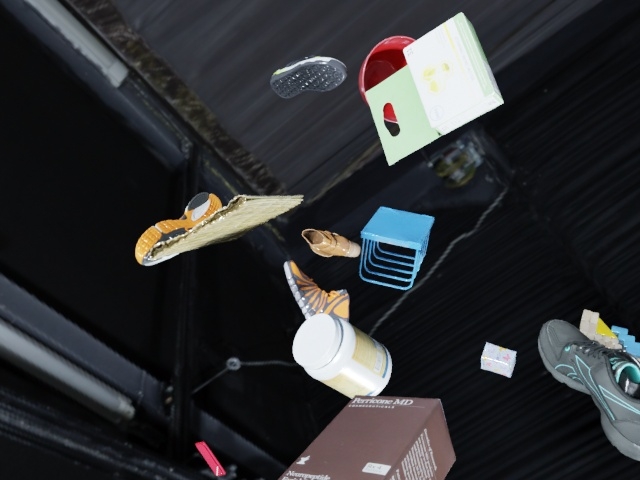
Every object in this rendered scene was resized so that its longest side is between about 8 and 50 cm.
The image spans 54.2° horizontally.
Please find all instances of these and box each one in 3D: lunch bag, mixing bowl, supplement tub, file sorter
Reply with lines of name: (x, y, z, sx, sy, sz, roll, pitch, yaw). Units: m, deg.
lunch bag: (0.403, 0.274, 1.420, 0.071, 0.053, 0.083, 15, 148, 25)
mixing bowl: (0.153, -0.353, 1.383, 0.181, 0.181, 0.098, 47, 171, -24)
supplement tub: (0.049, 0.260, 1.401, 0.199, 0.144, 0.144, 37, -159, -36)
file sorter: (0.154, 0.013, 1.280, 0.118, 0.104, 0.170, 13, -156, 14)

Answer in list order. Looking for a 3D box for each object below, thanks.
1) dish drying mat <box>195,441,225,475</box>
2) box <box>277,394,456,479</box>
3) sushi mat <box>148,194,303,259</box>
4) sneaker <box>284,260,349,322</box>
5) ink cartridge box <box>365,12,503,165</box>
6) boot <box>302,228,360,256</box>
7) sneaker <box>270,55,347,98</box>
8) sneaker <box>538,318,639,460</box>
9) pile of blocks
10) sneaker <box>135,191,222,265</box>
dish drying mat: (-0.230, 0.456, 1.307, 0.083, 0.032, 0.008, 58, -139, -9)
box: (0.064, 0.414, 1.046, 0.381, 0.191, 0.143, -30, -72, -54)
sushi mat: (-0.122, -0.028, 0.918, 0.019, 0.151, 0.316, 63, -168, 1)
sneaker: (-0.001, 0.194, 2.307, 0.321, 0.180, 0.124, 62, 174, 6)
ink cartridge box: (0.183, -0.262, 1.107, 0.056, 0.235, 0.171, 15, -126, -54)
boot: (0.000, 0.000, 1.779, 0.152, 0.073, 0.197, 16, 172, -43)
sneaker: (-0.026, -0.398, 1.439, 0.084, 0.234, 0.097, 48, -121, -36)
sneaker: (0.424, 0.191, 0.928, 0.267, 0.101, 0.106, -121, 24, -54)
pile of blocks: (0.827, 0.348, 1.704, 0.362, 0.149, 0.113, -109, 7, -46)
sneaker: (-0.359, -0.008, 1.621, 0.099, 0.262, 0.121, 43, 151, 15)
